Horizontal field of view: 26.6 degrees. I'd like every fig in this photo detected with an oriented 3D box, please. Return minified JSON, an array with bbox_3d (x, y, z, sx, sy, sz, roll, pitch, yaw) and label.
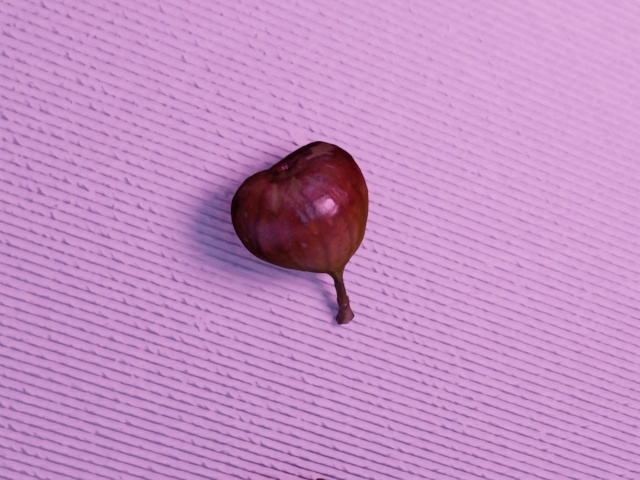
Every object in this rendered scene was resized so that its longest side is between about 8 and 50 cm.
[{"bbox_3d":[-0.011,-0.013,1.573,0.160,0.230,0.143,-37,59,-11],"label":"fig"}]

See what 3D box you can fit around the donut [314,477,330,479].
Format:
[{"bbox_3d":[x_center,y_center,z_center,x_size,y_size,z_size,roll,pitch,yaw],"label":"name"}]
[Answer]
[{"bbox_3d":[-0.039,0.346,1.579,0.187,0.126,0.144,-32,109,-7],"label":"donut"}]
